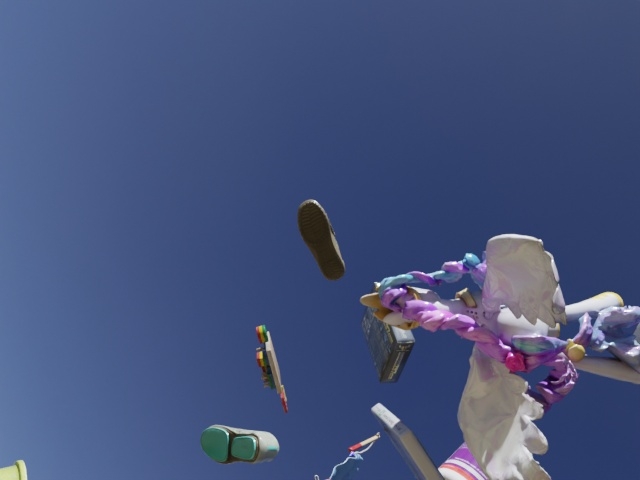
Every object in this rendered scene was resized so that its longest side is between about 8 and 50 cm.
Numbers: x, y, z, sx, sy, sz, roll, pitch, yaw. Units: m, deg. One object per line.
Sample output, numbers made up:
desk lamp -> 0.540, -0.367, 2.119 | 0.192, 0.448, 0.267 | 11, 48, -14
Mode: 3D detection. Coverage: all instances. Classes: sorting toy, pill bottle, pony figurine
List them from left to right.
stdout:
sorting toy -> -0.145, 0.352, 1.479 | 0.132, 0.046, 0.275 | -120, -164, -75
pill bottle -> 0.470, 0.641, 1.486 | 0.181, 0.323, 0.182 | 33, -43, 37
pony figurine -> 0.272, 0.131, 0.745 | 0.351, 0.363, 0.303 | -147, -117, -70

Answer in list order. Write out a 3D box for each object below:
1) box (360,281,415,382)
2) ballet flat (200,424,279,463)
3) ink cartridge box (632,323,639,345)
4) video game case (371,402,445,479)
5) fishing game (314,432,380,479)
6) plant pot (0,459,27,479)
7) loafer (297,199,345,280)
box -> 0.189, 0.264, 1.535 | 0.233, 0.059, 0.183 | -108, -156, -48
ballet flat -> -0.162, 0.412, 1.060 | 0.213, 0.068, 0.072 | -15, -115, 46
ink cartridge box -> 0.758, 0.236, 1.109 | 0.175, 0.072, 0.127 | 16, -49, 17
video game case -> 0.166, 0.367, 0.833 | 0.212, 0.023, 0.193 | 56, -9, 1
fishing game -> 0.011, 0.473, 1.014 | 0.041, 0.189, 0.264 | 39, -78, 28
plant pot -> -0.747, 0.588, 1.039 | 0.276, 0.253, 0.276 | -22, -118, 50
loafer -> 0.000, 0.000, 0.930 | 0.056, 0.050, 0.148 | -19, -86, 3
